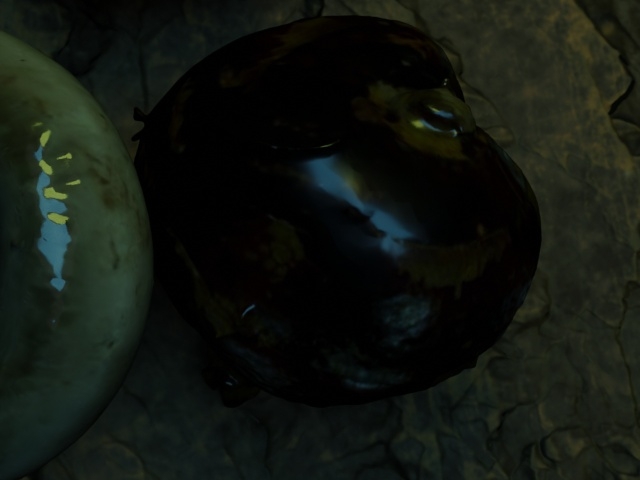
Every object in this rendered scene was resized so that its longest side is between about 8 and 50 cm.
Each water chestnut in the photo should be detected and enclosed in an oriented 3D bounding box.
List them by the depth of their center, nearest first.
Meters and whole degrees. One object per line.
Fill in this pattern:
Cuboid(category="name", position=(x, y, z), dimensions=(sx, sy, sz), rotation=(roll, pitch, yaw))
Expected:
Cuboid(category="water chestnut", position=(0.000, 0.000, 1.372), dimensions=(0.335, 0.347, 0.335), rotation=(12, 36, -9))

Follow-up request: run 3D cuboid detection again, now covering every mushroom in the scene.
Cuboid(category="mushroom", position=(-0.304, 0.012, 1.252), dimensions=(0.362, 0.294, 0.362), rotation=(-1, 88, 18))
